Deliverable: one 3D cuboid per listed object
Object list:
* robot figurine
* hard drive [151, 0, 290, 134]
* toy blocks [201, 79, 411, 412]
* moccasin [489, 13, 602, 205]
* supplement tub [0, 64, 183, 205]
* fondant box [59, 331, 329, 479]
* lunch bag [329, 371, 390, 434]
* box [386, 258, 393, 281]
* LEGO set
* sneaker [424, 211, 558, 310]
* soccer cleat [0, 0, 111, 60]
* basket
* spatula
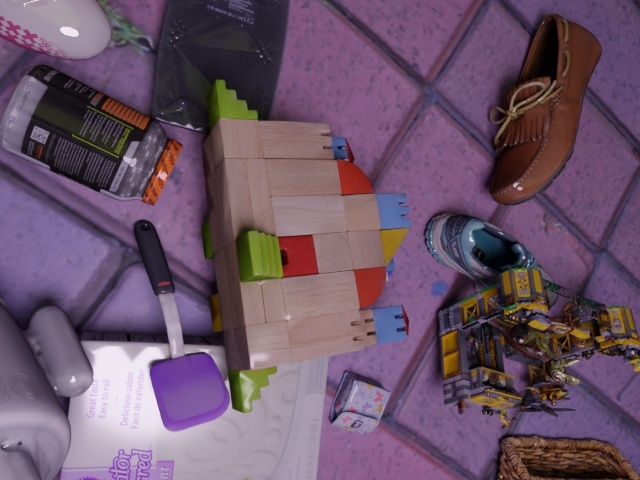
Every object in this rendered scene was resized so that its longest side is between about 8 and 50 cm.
[{"bbox_3d":[-0.389,0.162,0.518,0.300,0.353,0.200,-21,140,-40],"label":"robot figurine"},{"bbox_3d":[-0.141,-0.271,0.746,0.172,0.054,0.255,11,85,-21],"label":"hard drive"},{"bbox_3d":[0.000,0.000,0.674,0.261,0.191,0.381,-4,81,-27],"label":"toy blocks"},{"bbox_3d":[0.375,-0.233,0.905,0.147,0.139,0.380,31,78,-17],"label":"moccasin"},{"bbox_3d":[-0.281,-0.124,0.655,0.190,0.117,0.117,26,80,-19],"label":"supplement tub"},{"bbox_3d":[-0.165,0.255,0.707,0.330,0.096,0.238,7,86,-20],"label":"fondant box"},{"bbox_3d":[0.061,0.261,0.820,0.071,0.053,0.083,24,90,-18],"label":"lunch bag"},{"bbox_3d":[0.052,0.036,0.833,0.136,0.028,0.081,-11,92,-23],"label":"box"},{"bbox_3d":[0.347,0.199,0.823,0.331,0.255,0.192,25,53,-31],"label":"LEGO set"},{"bbox_3d":[0.313,0.050,0.884,0.283,0.122,0.110,29,79,-19],"label":"sneaker"},{"bbox_3d":[-0.402,-0.335,0.596,0.331,0.143,0.116,34,78,-18],"label":"soccer cleat"},{"bbox_3d":[0.468,0.481,0.890,0.299,0.213,0.223,13,85,-21],"label":"basket"},{"bbox_3d":[-0.191,0.092,0.659,0.084,0.030,0.296,-7,60,-31],"label":"spatula"}]
